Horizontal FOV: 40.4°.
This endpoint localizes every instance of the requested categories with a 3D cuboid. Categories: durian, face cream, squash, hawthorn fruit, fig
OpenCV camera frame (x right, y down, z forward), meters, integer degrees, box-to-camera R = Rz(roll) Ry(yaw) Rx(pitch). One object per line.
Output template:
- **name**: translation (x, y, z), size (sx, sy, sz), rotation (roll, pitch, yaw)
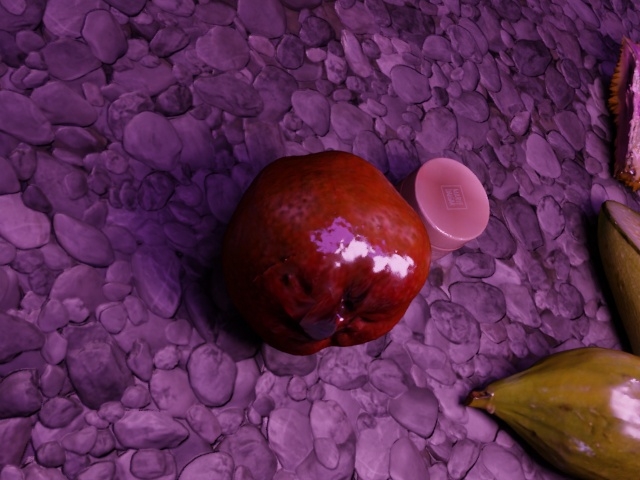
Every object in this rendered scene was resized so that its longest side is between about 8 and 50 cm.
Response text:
- **durian**: translation (0.673, -0.242, 1.814), size (0.191, 0.112, 0.341), rotation (17, 69, -33)
- **face cream**: translation (0.191, -0.050, 1.442), size (0.149, 0.104, 0.149), rotation (12, 63, -25)
- **squash**: translation (0.637, 0.050, 1.595), size (0.234, 0.210, 0.308), rotation (4, 71, -42)
- **hawthorn fruit**: translation (0.008, 0.015, 1.217), size (0.295, 0.295, 0.311), rotation (39, 31, -9)
- **fig**: translation (0.418, 0.265, 1.355), size (0.314, 0.233, 0.233), rotation (26, 57, -24)

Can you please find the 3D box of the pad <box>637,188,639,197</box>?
- **pad**: translation (0.825, -0.066, 1.870), size (0.286, 0.018, 0.284), rotation (-37, 89, -36)
